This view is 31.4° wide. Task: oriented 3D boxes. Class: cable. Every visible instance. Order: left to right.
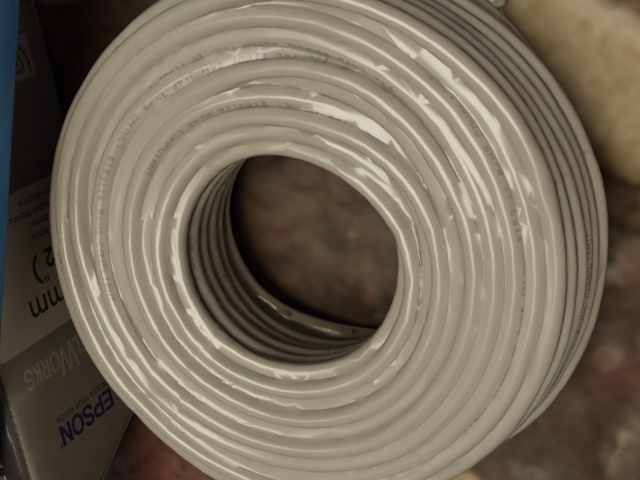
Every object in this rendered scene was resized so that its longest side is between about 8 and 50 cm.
[{"bbox_3d":[0.000,0.000,0.519,0.257,0.089,0.257,-30,95,27],"label":"cable"}]

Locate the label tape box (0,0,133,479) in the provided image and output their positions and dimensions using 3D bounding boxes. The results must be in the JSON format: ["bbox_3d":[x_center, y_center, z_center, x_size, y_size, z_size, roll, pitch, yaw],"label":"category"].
[{"bbox_3d":[-0.243,0.059,0.629,0.249,0.115,0.347,-5,108,24],"label":"label tape box"}]

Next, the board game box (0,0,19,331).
[{"bbox_3d":[-0.287,-0.041,0.499,0.302,0.086,0.308,17,112,17],"label":"board game box"}]
